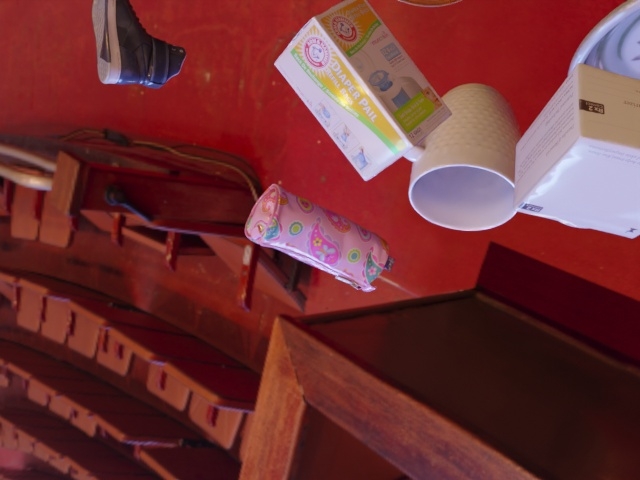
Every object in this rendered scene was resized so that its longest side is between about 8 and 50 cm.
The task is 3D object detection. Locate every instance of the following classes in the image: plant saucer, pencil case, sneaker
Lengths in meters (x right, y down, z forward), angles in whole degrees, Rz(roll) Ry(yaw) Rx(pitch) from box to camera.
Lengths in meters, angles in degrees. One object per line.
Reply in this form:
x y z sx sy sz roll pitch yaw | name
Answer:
0.642 -0.340 1.113 0.400 0.400 0.101 -24 52 43 | plant saucer
0.000 0.000 1.215 0.124 0.284 0.124 -40 35 37 | pencil case
-0.349 -0.405 1.228 0.086 0.163 0.226 -10 84 53 | sneaker

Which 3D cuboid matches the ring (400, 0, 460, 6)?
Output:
0.157 -0.530 0.966 0.032 0.336 0.337 -156 70 -69 | ring

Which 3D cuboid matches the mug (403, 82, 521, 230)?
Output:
0.344 -0.253 1.645 0.276 0.374 0.328 130 158 -56 | mug

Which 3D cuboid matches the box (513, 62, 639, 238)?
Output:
0.370 -0.107 0.818 0.182 0.180 0.119 111 170 -62 | box

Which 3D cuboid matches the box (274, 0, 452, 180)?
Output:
0.056 -0.202 0.839 0.203 0.114 0.103 52 141 -4 | box
